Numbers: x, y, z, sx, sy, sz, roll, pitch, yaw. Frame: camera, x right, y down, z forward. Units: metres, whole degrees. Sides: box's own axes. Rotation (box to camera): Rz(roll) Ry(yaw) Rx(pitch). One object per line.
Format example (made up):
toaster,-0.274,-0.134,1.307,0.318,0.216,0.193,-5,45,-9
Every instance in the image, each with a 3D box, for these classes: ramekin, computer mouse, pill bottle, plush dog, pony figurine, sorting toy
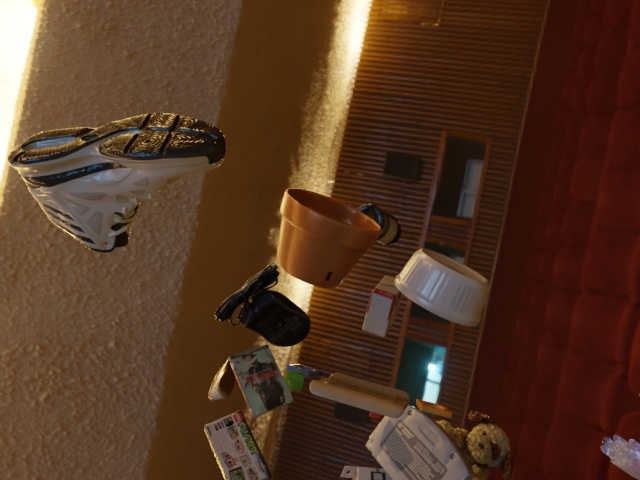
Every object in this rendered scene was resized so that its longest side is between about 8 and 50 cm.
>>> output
ramekin,0.359,0.126,1.507,0.272,0.272,0.127,6,-68,-54
computer mouse,-0.124,0.173,1.309,0.188,0.072,0.272,-40,-48,3
pill bottle,0.208,-0.049,1.860,0.219,0.122,0.123,20,-96,-60
plush dog,0.512,0.696,1.710,0.225,0.263,0.210,-32,-34,11
pony figurine,1.102,0.658,1.592,0.303,0.351,0.363,-49,-27,1
sorting toy,0.083,0.316,1.039,0.196,0.347,0.047,30,-107,-74

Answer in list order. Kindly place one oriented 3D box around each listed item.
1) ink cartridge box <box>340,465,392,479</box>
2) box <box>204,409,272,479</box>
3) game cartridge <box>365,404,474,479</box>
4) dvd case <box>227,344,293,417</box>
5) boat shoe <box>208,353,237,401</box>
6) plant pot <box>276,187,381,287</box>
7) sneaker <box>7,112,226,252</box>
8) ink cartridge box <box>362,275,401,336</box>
ink cartridge box,0.153,0.718,1.539,0.104,0.180,0.060,99,176,-48
box,-0.230,0.585,1.441,0.114,0.207,0.036,-16,-37,-27
game cartridge,0.273,0.594,1.441,0.198,0.297,0.062,-49,-50,-2
dvd case,-0.110,0.257,0.965,0.087,0.120,0.013,-9,-30,-39
boat shoe,-0.252,0.363,1.385,0.063,0.059,0.170,52,-160,-7
plant pot,0.000,0.000,1.477,0.290,0.290,0.204,3,-65,-54
sneaker,-0.397,-0.115,1.122,0.169,0.447,0.258,-84,-12,-50
ink cartridge box,0.197,0.197,1.602,0.175,0.072,0.128,-34,-43,-65
